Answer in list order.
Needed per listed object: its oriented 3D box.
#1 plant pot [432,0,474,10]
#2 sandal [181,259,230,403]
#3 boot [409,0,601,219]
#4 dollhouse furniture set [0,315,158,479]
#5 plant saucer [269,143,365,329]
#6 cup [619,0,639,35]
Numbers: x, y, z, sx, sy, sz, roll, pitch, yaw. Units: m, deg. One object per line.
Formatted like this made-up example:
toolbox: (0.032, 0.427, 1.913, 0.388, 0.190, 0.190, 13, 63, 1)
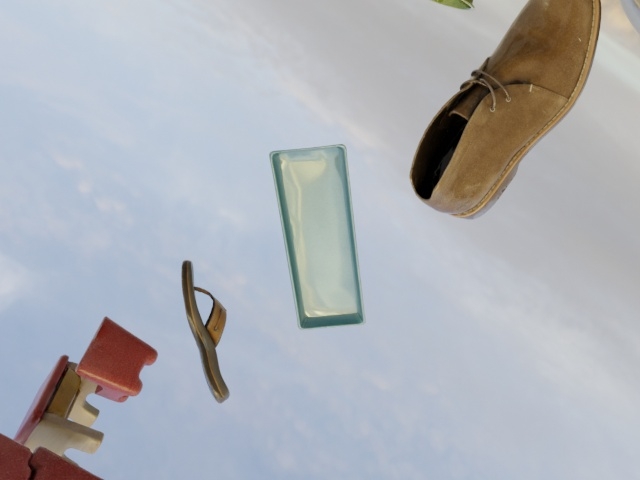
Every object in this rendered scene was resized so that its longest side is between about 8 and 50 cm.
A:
plant pot: (0.129, -0.281, 0.696, 0.083, 0.079, 0.083, 20, -168, -5)
sandal: (-0.164, 0.133, 1.055, 0.060, 0.090, 0.219, -17, -98, -12)
boot: (0.206, -0.163, 0.789, 0.112, 0.305, 0.115, 39, -162, 36)
dollhouse furniture set: (-0.258, 0.183, 0.590, 0.152, 0.201, 0.374, 33, -159, -17)
plant saucer: (0.000, 0.000, 0.649, 0.067, 0.192, 0.018, -6, -149, 4)
cup: (0.506, -0.340, 0.852, 0.331, 0.331, 0.237, 43, -174, 10)
